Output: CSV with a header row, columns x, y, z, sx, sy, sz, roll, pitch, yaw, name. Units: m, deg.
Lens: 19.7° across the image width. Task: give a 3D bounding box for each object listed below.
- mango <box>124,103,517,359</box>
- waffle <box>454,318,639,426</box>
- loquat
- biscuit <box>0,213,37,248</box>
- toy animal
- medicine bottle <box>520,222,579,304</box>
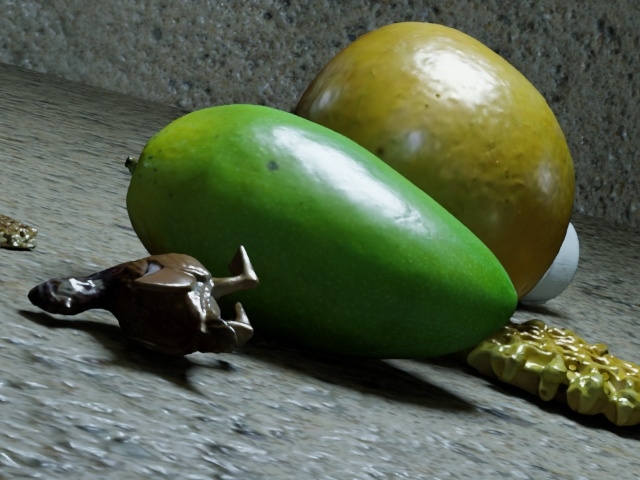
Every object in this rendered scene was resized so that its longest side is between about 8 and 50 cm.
x,y,z,sx,sy,sz,roll,pitch,yaw,name
0.000,0.000,1.707,0.382,0.201,0.225,22,-1,11,mango
0.265,0.135,1.866,0.253,0.056,0.249,19,8,31,waffle
0.096,-0.050,1.927,0.328,0.359,0.328,37,-25,21,loquat
-0.390,-0.039,1.782,0.231,0.025,0.131,21,9,31,biscuit
-0.135,0.055,1.477,0.179,0.089,0.188,0,13,-21,toy animal
0.208,0.004,2.375,0.252,0.144,0.144,9,11,-37,medicine bottle
